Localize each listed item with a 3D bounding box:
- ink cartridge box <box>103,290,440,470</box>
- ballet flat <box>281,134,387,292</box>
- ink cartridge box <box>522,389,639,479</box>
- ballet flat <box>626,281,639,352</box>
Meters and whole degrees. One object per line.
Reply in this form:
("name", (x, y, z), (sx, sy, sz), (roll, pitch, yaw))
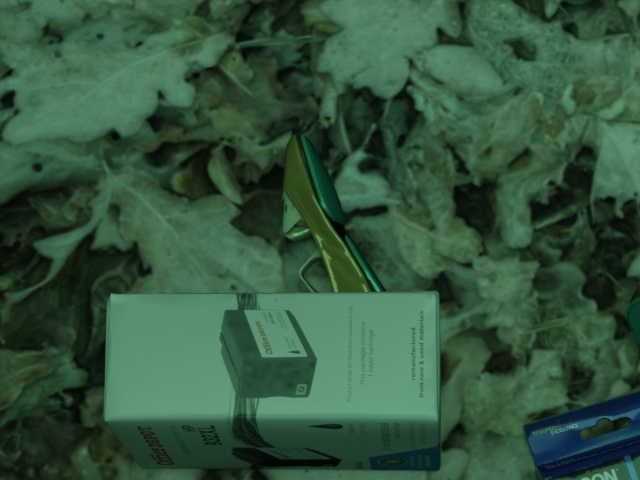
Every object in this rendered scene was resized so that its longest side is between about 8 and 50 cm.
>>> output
("ink cartridge box", (-0.039, 0.138, 1.854), (0.307, 0.223, 0.129), (0, 72, 4))
("ballet flat", (0.000, 0.000, 1.979), (0.073, 0.080, 0.232), (-30, 70, 9))
("ink cartridge box", (0.320, 0.302, 1.861), (0.165, 0.065, 0.332), (-18, 70, -2))
("ballet flat", (0.478, 0.112, 1.823), (0.409, 0.147, 0.147), (20, 70, 48))
